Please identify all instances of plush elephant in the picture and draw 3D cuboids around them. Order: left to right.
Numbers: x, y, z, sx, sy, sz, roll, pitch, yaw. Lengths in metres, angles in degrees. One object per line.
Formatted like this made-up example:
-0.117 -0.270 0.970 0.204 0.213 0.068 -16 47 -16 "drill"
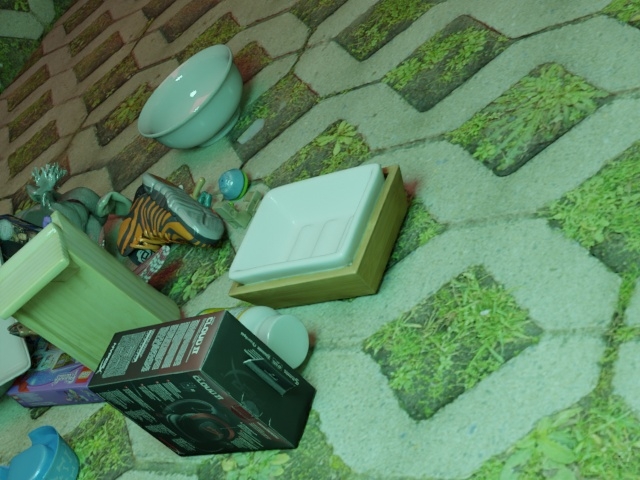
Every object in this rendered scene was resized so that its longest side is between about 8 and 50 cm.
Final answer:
-0.580 -0.023 2.203 0.272 0.255 0.330 12 100 15 "plush elephant"

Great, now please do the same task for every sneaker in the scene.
-0.317 -0.009 2.003 0.321 0.124 0.180 36 100 55 "sneaker"

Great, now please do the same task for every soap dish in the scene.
0.000 0.000 1.616 0.291 0.118 0.229 -12 43 41 "soap dish"

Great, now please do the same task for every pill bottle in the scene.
-0.121 0.165 1.559 0.208 0.117 0.117 -7 47 45 "pill bottle"

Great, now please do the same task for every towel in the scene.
-0.377 0.102 1.890 0.144 0.029 0.197 -33 18 41 "towel"

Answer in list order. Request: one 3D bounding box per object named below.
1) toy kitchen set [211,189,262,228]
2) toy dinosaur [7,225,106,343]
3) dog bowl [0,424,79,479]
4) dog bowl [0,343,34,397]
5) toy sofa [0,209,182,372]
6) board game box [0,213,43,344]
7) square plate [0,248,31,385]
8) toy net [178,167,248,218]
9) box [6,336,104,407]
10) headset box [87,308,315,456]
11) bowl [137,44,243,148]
-0.155 -0.077 1.924 0.068 0.075 0.083 -2 55 47 "toy kitchen set"
-0.498 0.111 1.948 0.296 0.127 0.200 -48 29 -20 "toy dinosaur"
-0.563 0.459 1.761 0.297 0.074 0.166 -32 33 18 "dog bowl"
-0.785 0.269 2.209 0.265 0.104 0.265 -29 35 23 "dog bowl"
-0.388 0.126 1.680 0.150 0.362 0.177 -41 38 6 "toy sofa"
-0.647 0.084 2.078 0.042 0.165 0.243 -22 -50 -73 "board game box"
-0.760 0.185 2.044 0.344 0.049 0.347 -31 68 22 "square plate"
-0.248 -0.078 2.072 0.232 0.045 0.122 -16 70 42 "toy net"
-0.495 0.237 1.959 0.293 0.057 0.201 -11 42 42 "box"
-0.169 0.222 1.451 0.293 0.218 0.110 -15 42 40 "headset box"
-0.287 -0.318 2.306 0.298 0.134 0.298 -29 35 22 "bowl"
